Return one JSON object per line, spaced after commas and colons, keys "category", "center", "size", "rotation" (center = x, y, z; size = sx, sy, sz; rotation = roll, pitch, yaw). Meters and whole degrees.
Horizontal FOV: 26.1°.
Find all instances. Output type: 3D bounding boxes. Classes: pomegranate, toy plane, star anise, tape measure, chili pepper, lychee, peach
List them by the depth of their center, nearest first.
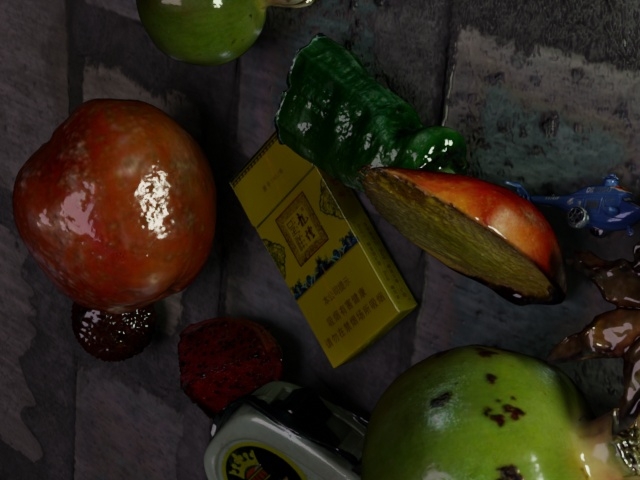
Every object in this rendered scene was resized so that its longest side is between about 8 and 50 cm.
{"category": "star anise", "center": [0.326, 0.072, 1.252], "size": [0.272, 0.102, 0.272], "rotation": [-6, 76, 26]}
{"category": "pomegranate", "center": [0.192, 0.240, 1.372], "size": [0.323, 0.290, 0.291], "rotation": [-19, 87, 48]}
{"category": "toy plane", "center": [0.258, -0.039, 1.391], "size": [0.167, 0.054, 0.062], "rotation": [7, 82, 45]}
{"category": "peach", "center": [0.147, -0.024, 1.408], "size": [0.189, 0.279, 0.068], "rotation": [5, 63, 50]}
{"category": "chili pepper", "center": [0.064, -0.112, 1.531], "size": [0.270, 0.099, 0.136], "rotation": [36, 96, 34]}
{"category": "pomegranate", "center": [-0.120, -0.286, 1.631], "size": [0.210, 0.179, 0.179], "rotation": [26, 120, 26]}
{"category": "tape measure", "center": [-0.030, 0.259, 1.718], "size": [0.207, 0.115, 0.235], "rotation": [44, 132, 5]}
{"category": "lychee", "center": [-0.296, 0.105, 1.969], "size": [0.123, 0.123, 0.129], "rotation": [-48, 40, 43]}

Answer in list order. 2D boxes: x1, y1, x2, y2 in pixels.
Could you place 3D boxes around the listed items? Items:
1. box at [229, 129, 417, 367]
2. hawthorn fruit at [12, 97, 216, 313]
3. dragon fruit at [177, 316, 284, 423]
{"category": "box", "center": [0.000, 0.001, 1.679], "size": [0.153, 0.041, 0.279], "rotation": [-45, 69, 45]}
{"category": "hawthorn fruit", "center": [-0.260, -0.045, 1.796], "size": [0.284, 0.284, 0.284], "rotation": [16, 113, 43]}
{"category": "dragon fruit", "center": [-0.099, 0.166, 1.814], "size": [0.161, 0.120, 0.127], "rotation": [-24, 42, 21]}
